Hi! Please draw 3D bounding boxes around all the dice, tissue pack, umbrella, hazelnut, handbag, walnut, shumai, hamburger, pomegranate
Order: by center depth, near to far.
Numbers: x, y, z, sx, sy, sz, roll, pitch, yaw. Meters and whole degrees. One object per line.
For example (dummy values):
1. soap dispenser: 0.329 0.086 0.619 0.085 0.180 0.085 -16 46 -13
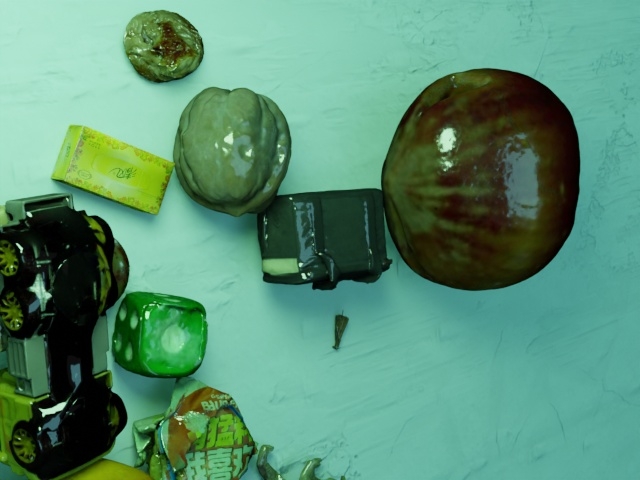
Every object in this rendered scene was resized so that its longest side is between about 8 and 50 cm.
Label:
1. pomegranate: -0.366 0.048 1.468 0.130 0.130 0.130 -6 100 -37
2. tissue pack: -0.336 -0.114 1.504 0.176 0.062 0.095 23 82 -36
3. shumai: -0.244 -0.324 1.534 0.139 0.105 0.123 -3 95 -63
4. dice: -0.271 0.157 1.555 0.131 0.120 0.128 7 93 -36
5. walnut: -0.149 -0.148 1.558 0.224 0.224 0.224 -6 100 -37
6. hamburger: -0.236 0.396 1.617 0.260 0.150 0.276 49 50 -50
7. handbag: 0.000 0.000 1.704 0.254 0.181 0.181 -6 91 -40
8. hazelnut: 0.305 -0.125 1.814 0.402 0.402 0.429 -14 115 -35
9. umbrella: 0.039 0.180 1.855 0.020 0.031 0.083 14 89 -70

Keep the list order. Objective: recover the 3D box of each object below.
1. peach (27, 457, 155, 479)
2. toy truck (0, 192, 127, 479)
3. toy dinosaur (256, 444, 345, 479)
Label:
1. peach: -0.360 0.488 1.430 0.289 0.289 0.308 -51 147 -20
2. toy truck: -0.425 0.134 1.356 0.181 0.254 0.405 -16 108 -53
3. toy dinosaur: -0.043 0.501 1.802 0.294 0.077 0.162 26 81 -38
